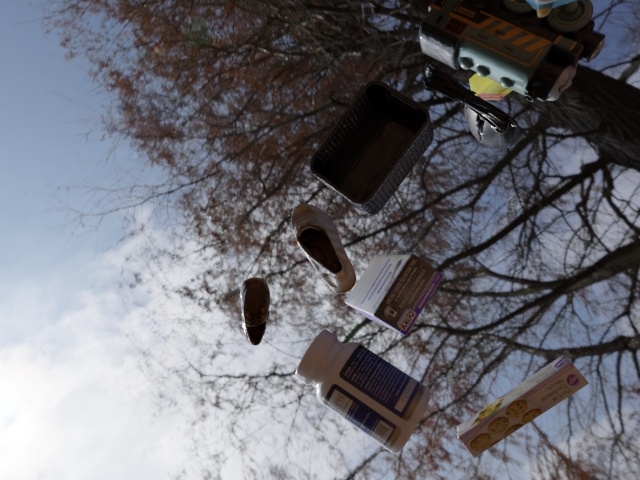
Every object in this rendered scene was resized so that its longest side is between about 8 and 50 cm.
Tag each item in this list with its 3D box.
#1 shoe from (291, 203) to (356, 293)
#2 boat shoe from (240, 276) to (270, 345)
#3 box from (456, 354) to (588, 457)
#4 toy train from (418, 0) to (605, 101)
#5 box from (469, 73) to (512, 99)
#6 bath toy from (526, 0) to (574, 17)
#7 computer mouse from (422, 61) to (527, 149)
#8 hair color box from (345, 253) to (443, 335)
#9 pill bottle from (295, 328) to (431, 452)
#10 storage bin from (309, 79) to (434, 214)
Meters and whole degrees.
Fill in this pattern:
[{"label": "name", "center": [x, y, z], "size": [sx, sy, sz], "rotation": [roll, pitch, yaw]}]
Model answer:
[{"label": "shoe", "center": [0.000, 0.000, 0.892], "size": [0.077, 0.219, 0.058], "rotation": [-35, -37, 4]}, {"label": "boat shoe", "center": [-0.137, 0.154, 1.033], "size": [0.064, 0.060, 0.178], "rotation": [-4, -50, -12]}, {"label": "box", "center": [0.475, 0.399, 1.158], "size": [0.324, 0.063, 0.067], "rotation": [-39, -94, 13]}, {"label": "toy train", "center": [0.354, -0.397, 0.930], "size": [0.190, 0.334, 0.142], "rotation": [-55, -19, 2]}, {"label": "box", "center": [0.447, -0.403, 1.118], "size": [0.087, 0.232, 0.058], "rotation": [-2, -98, -17]}, {"label": "bath toy", "center": [0.169, -0.289, 0.413], "size": [0.151, 0.348, 0.129], "rotation": [-7, -83, 33]}, {"label": "computer mouse", "center": [0.255, -0.219, 0.826], "size": [0.060, 0.184, 0.262], "rotation": [-55, -18, 21]}, {"label": "hair color box", "center": [0.191, 0.139, 1.345], "size": [0.110, 0.339, 0.185], "rotation": [34, -96, -5]}, {"label": "pill bottle", "center": [0.087, 0.313, 1.032], "size": [0.265, 0.153, 0.153], "rotation": [31, -58, 15]}, {"label": "storage bin", "center": [0.085, -0.146, 0.779], "size": [0.180, 0.122, 0.084], "rotation": [-53, -20, 3]}]
